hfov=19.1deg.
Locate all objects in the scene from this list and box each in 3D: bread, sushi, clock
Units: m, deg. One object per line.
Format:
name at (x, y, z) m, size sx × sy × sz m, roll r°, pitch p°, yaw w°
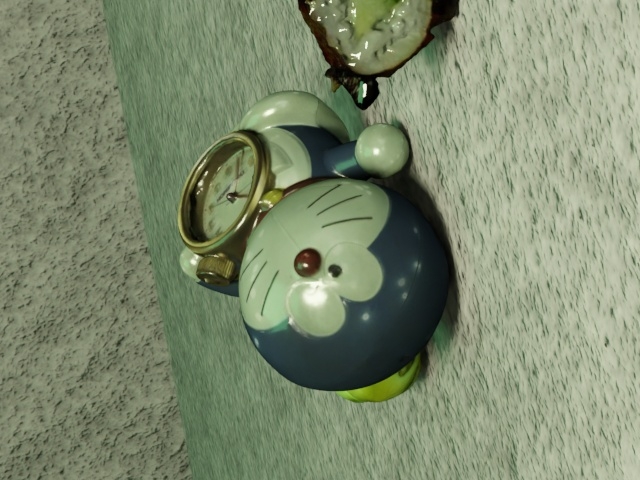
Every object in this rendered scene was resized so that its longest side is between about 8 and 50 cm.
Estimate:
bread at (0.035, 0.071, 1.522) m, size 0.139 × 0.071 × 0.130 m, roll 117°, pitch 133°, yaw -65°
sushi at (0.034, -0.152, 1.229) m, size 0.098 × 0.094 × 0.084 m, roll 63°, pitch 176°, yaw -22°
clock at (0.000, 0.000, 1.405) m, size 0.146 × 0.199 × 0.243 m, roll 32°, pitch -161°, yaw -40°
